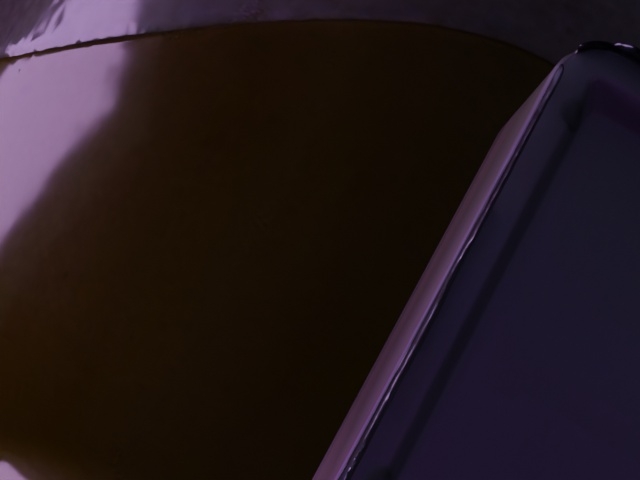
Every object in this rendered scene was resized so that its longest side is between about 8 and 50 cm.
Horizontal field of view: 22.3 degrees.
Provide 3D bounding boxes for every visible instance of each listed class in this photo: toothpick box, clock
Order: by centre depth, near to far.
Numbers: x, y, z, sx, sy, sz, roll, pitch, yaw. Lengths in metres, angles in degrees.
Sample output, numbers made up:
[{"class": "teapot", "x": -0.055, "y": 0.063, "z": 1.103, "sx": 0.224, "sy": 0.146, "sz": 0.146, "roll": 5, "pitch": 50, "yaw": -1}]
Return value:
[{"class": "clock", "x": 0.107, "y": 0.061, "z": 0.407, "sx": 0.147, "sy": 0.192, "sz": 0.071, "roll": -61, "pitch": 3, "yaw": -15}, {"class": "toothpick box", "x": 0.000, "y": 0.000, "z": 0.816, "sx": 0.425, "sy": 0.409, "sz": 0.409, "roll": -55, "pitch": 3, "yaw": -5}]
